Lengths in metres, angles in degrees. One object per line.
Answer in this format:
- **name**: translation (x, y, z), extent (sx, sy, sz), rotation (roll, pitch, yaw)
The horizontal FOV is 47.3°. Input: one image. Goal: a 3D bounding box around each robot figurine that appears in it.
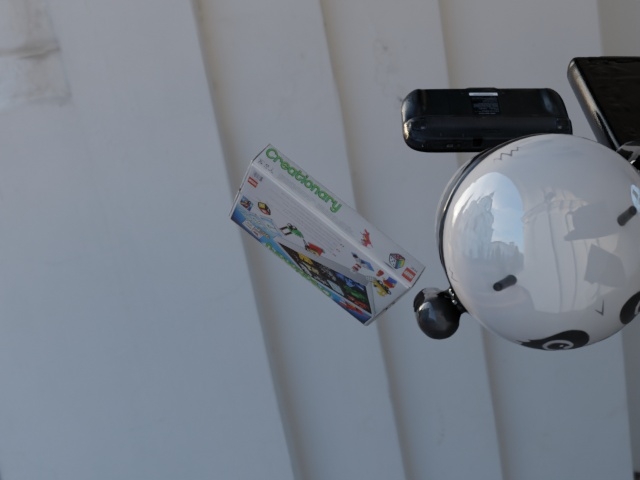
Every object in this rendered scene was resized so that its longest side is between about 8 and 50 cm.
- **robot figurine**: translation (0.187, -0.002, 0.632), extent (0.173, 0.209, 0.278), rotation (15, 6, 5)

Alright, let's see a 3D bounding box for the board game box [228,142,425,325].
- **board game box**: translation (0.000, 0.000, 1.169), extent (0.053, 0.305, 0.193), rotation (-51, -1, -30)

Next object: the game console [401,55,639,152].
- **game console**: translation (0.279, -0.156, 0.886), extent (0.361, 0.044, 0.213), rotation (0, 41, 1)
